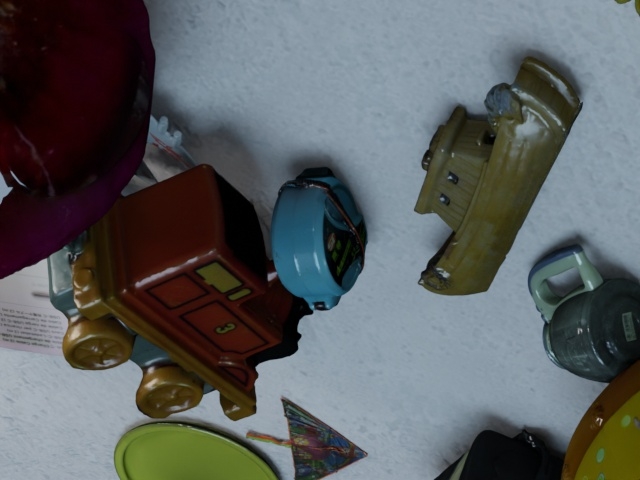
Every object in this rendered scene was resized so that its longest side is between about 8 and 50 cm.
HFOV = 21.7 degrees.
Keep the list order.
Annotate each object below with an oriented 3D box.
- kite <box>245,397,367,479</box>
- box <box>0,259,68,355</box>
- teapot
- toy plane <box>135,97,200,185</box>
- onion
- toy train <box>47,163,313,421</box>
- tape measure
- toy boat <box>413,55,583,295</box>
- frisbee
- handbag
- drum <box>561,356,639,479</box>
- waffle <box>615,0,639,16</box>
[{"bbox_3d":[-0.018,0.263,2.122,0.159,0.010,0.190,6,135,15],"label":"kite"},{"bbox_3d":[-0.365,0.011,1.913,0.203,0.106,0.251,7,135,11],"label":"box"},{"bbox_3d":[0.277,0.090,1.767,0.149,0.111,0.108,36,149,-26],"label":"teapot"},{"bbox_3d":[-0.196,-0.118,1.747,0.162,0.065,0.171,19,136,1],"label":"toy plane"},{"bbox_3d":[-0.369,-0.133,1.618,0.398,0.398,0.420,29,163,-10],"label":"onion"},{"bbox_3d":[-0.149,0.051,1.777,0.232,0.163,0.369,-22,145,19],"label":"toy train"},{"bbox_3d":[0.000,0.000,1.755,0.081,0.125,0.146,-4,133,24],"label":"tape measure"},{"bbox_3d":[0.157,-0.055,1.672,0.121,0.089,0.321,24,140,3],"label":"toy boat"},{"bbox_3d":[-0.161,0.314,2.222,0.236,0.017,0.236,10,137,9],"label":"frisbee"},{"bbox_3d":[0.248,0.348,1.993,0.254,0.181,0.181,23,140,-9],"label":"handbag"},{"bbox_3d":[0.469,0.292,1.720,0.431,0.214,0.431,-5,125,-7],"label":"drum"},{"bbox_3d":[0.332,-0.293,1.381,0.282,0.058,0.301,-19,126,32],"label":"waffle"}]
